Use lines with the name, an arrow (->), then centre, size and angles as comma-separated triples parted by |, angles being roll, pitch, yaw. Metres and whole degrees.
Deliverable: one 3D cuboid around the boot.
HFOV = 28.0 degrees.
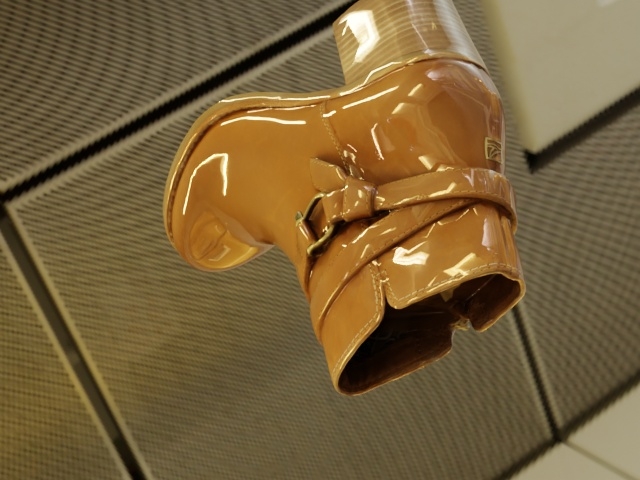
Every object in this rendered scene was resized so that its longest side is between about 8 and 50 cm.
boot -> 0.000, 0.000, 0.536 | 0.073, 0.152, 0.197 | 16, -42, -33
